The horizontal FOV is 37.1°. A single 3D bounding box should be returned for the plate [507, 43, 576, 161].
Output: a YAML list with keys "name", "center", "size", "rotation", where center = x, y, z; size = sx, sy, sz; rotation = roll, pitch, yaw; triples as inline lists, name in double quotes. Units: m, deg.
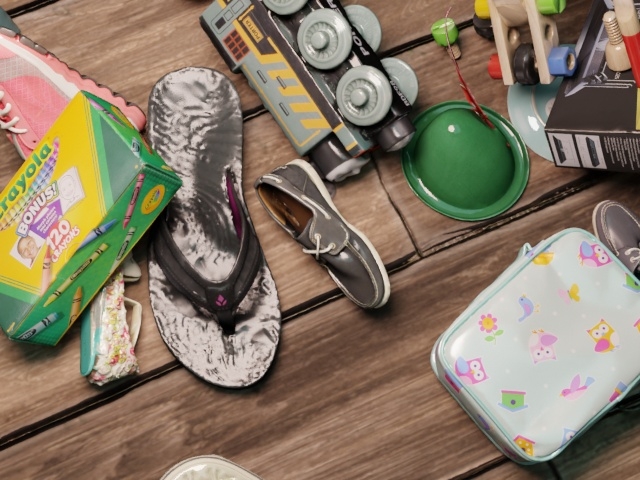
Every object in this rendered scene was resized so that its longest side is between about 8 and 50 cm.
- name: "plate"
  center: [0.360, -0.197, 1.353]
  size: [0.188, 0.024, 0.188]
  rotation: [0, 75, -2]

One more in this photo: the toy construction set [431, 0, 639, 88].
- name: "toy construction set"
  center: [0.296, -0.342, 1.204]
  size: [0.257, 0.237, 0.309]
  rotation: [-40, 43, -5]

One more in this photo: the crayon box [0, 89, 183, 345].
- name: "crayon box"
  center: [-0.317, -0.027, 1.193]
  size: [0.278, 0.081, 0.165]
  rotation: [-50, 58, 10]

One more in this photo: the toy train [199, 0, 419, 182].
- name: "toy train"
  center: [-0.014, -0.239, 1.278]
  size: [0.190, 0.142, 0.334]
  rotation: [-36, 89, 32]

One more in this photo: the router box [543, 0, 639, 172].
- name: "router box"
  center: [0.456, -0.227, 1.245]
  size: [0.243, 0.081, 0.309]
  rotation: [8, 58, 33]

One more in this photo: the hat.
- name: "hat"
  center: [0.193, -0.144, 1.252]
  size: [0.208, 0.183, 0.173]
  rotation: [36, 76, 8]

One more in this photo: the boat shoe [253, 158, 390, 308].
- name: "boat shoe"
  center: [0.000, 0.000, 1.251]
  size: [0.079, 0.084, 0.233]
  rotation: [-24, 72, -49]

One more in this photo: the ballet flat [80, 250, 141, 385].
- name: "ballet flat"
  center: [-0.274, 0.070, 1.252]
  size: [0.077, 0.091, 0.241]
  rotation: [5, 77, -31]

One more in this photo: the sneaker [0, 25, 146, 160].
- name: "sneaker"
  center: [-0.370, -0.175, 1.221]
  size: [0.314, 0.116, 0.136]
  rotation: [30, 86, -39]

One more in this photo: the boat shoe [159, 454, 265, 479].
- name: "boat shoe"
  center: [0.008, 0.428, 1.118]
  size: [0.500, 0.156, 0.187]
  rotation: [37, 72, -3]

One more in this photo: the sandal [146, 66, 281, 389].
- name: "sandal"
  center: [-0.158, -0.024, 1.252]
  size: [0.167, 0.107, 0.446]
  rotation: [-10, 78, -3]

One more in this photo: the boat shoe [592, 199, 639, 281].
- name: "boat shoe"
  center: [0.435, 0.030, 1.271]
  size: [0.075, 0.065, 0.206]
  rotation: [-24, 77, -7]

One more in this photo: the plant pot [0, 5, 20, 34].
- name: "plant pot"
  center: [-0.536, -0.222, 1.279]
  size: [0.165, 0.165, 0.234]
  rotation: [13, 81, 3]

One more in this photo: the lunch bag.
- name: "lunch bag"
  center: [0.293, 0.128, 1.221]
  size: [0.279, 0.108, 0.224]
  rotation: [-40, 75, -12]
